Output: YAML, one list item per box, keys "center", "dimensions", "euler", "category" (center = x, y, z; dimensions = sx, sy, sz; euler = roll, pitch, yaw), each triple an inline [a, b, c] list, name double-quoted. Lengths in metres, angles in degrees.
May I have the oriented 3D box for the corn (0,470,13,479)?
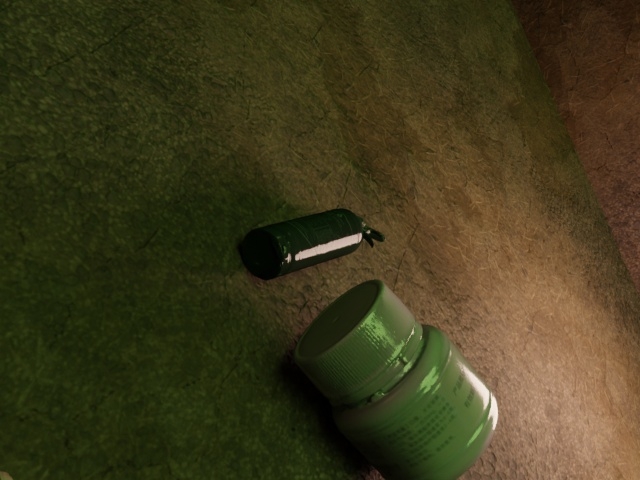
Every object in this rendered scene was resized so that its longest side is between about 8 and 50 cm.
- center: [-0.398, 0.357, 0.591]
  dimensions: [0.127, 0.127, 0.335]
  euler: [34, 48, -26]
  category: "corn"

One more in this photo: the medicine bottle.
- center: [0.123, 0.240, 1.087]
  dimensions: [0.302, 0.241, 0.241]
  euler: [49, 41, -11]
  category: "medicine bottle"

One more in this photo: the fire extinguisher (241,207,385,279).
- center: [0.000, 0.000, 1.217]
  dimensions: [0.114, 0.095, 0.311]
  euler: [37, 32, 26]
  category: "fire extinguisher"
